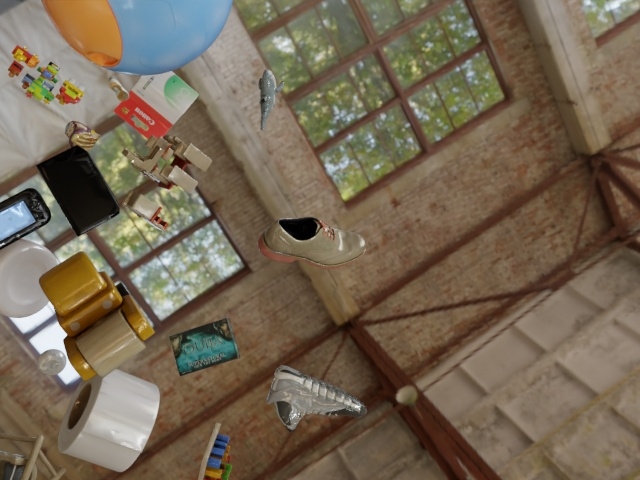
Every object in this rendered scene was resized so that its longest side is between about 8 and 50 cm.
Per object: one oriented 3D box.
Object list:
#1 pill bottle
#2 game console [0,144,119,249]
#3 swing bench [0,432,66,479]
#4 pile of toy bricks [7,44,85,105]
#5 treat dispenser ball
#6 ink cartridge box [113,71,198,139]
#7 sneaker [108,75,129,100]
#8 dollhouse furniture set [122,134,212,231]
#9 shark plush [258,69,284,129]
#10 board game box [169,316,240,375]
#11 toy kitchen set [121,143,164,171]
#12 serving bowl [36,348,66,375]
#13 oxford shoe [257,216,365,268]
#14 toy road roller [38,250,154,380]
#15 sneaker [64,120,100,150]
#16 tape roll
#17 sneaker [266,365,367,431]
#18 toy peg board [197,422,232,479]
[{"bbox_3d":[-1.009,0.079,2.248,0.407,0.229,0.229,14,-133,32],"label":"pill bottle"},{"bbox_3d":[-0.717,-0.076,1.898,0.361,0.213,0.044,-33,-164,-22],"label":"game console"},{"bbox_3d":[-0.809,0.607,1.795,0.253,0.165,0.255,1,-139,18],"label":"swing bench"},{"bbox_3d":[-0.778,-0.429,2.051,0.118,0.212,0.105,-31,-146,40],"label":"pile of toy bricks"},{"bbox_3d":[-0.273,-0.392,1.102,0.288,0.288,0.288,-25,-155,12],"label":"treat dispenser ball"},{"bbox_3d":[-0.542,-0.457,2.444,0.225,0.181,0.056,-56,-166,-20],"label":"ink cartridge box"},{"bbox_3d":[-0.523,-0.395,1.919,0.032,0.083,0.037,-25,-115,-3],"label":"sneaker"},{"bbox_3d":[-0.452,-0.173,2.176,0.262,0.135,0.259,19,-106,51],"label":"dollhouse furniture set"},{"bbox_3d":[-0.159,-0.392,2.058,0.067,0.073,0.161,-34,145,-80],"label":"shark plush"},{"bbox_3d":[-0.341,0.312,2.175,0.186,0.126,0.026,-18,172,5],"label":"board game box"},{"bbox_3d":[-0.484,-0.242,1.990,0.075,0.083,0.068,-54,-137,1],"label":"toy kitchen set"},{"bbox_3d":[-0.784,0.360,2.162,0.083,0.083,0.027,-36,-151,-13],"label":"serving bowl"},{"bbox_3d":[0.000,0.000,2.134,0.130,0.348,0.123,-51,-132,45],"label":"oxford shoe"},{"bbox_3d":[-0.589,0.176,1.890,0.202,0.240,0.329,-36,-151,-12],"label":"toy road roller"},{"bbox_3d":[-0.675,-0.290,2.042,0.069,0.084,0.185,-56,-175,3],"label":"sneaker"},{"bbox_3d":[-0.560,0.466,1.956,0.246,0.169,0.246,-44,-151,33],"label":"tape roll"},{"bbox_3d":[-0.018,0.387,1.691,0.086,0.228,0.132,168,-53,-88],"label":"sneaker"},{"bbox_3d":[-0.297,0.647,2.142,0.079,0.161,0.161,15,-155,0],"label":"toy peg board"}]
